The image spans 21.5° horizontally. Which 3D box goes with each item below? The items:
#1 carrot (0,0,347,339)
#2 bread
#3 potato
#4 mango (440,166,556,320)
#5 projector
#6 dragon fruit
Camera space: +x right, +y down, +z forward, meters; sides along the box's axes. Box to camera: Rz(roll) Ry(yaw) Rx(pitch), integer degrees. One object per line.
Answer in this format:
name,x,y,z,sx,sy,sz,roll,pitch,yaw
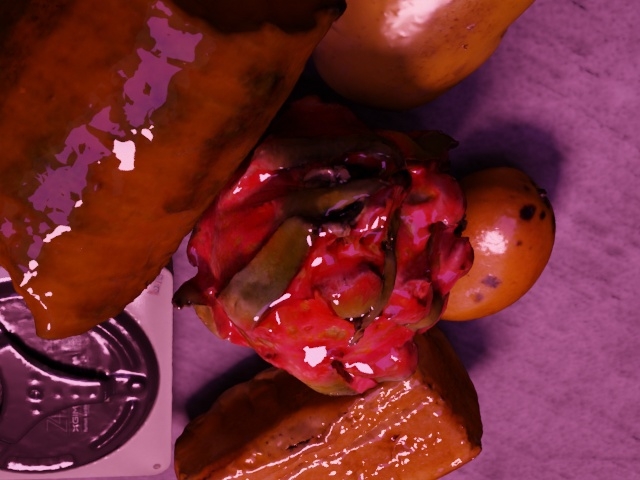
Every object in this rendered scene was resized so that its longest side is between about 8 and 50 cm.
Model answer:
carrot,-0.163,-0.121,1.348,0.241,0.241,0.341,30,111,-26
bread,0.008,0.195,1.653,0.294,0.132,0.167,-28,132,15
potato,0.107,-0.233,1.372,0.173,0.140,0.300,27,124,-23
mango,0.154,0.009,1.577,0.115,0.090,0.178,18,124,-5
projector,-0.269,0.121,1.595,0.259,0.079,0.257,-1,124,-7
dragon fruit,0.012,0.002,1.438,0.237,0.231,0.303,17,153,0
